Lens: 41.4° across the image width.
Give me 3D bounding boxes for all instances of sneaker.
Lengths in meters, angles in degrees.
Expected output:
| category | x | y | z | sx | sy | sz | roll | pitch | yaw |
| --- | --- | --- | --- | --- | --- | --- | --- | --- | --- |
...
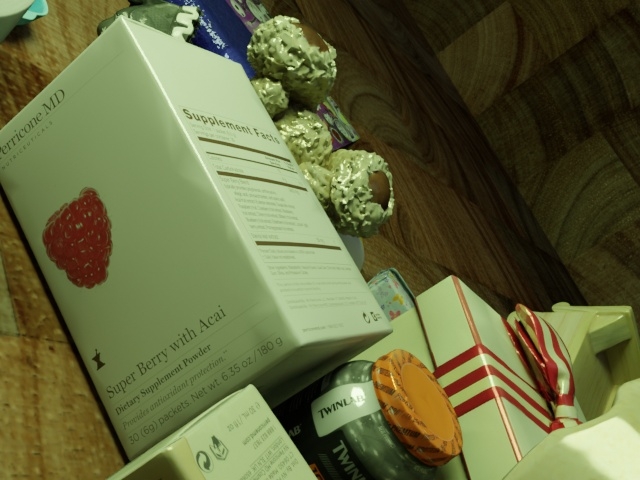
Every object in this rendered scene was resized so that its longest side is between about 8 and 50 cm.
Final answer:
| category | x | y | z | sx | sy | sz | roll | pitch | yaw |
| --- | --- | --- | --- | --- | --- | --- | --- | --- | --- |
| sneaker | -0.209 | -0.202 | 0.956 | 0.106 | 0.078 | 0.234 | 20 | 47 | -13 |

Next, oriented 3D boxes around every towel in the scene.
| category | x | y | z | sx | sy | sz | roll | pitch | yaw |
| --- | --- | --- | --- | --- | --- | --- | --- | --- | --- |
| towel | -0.127 | -0.249 | 1.215 | 0.308 | 0.076 | 0.227 | 53 | 14 | 0 |

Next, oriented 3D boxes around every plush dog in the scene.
| category | x | y | z | sx | sy | sz | roll | pitch | yaw |
| --- | --- | --- | --- | --- | --- | --- | --- | --- | --- |
| plush dog | -0.081 | -0.086 | 0.925 | 0.225 | 0.211 | 0.262 | -24 | 90 | -44 |

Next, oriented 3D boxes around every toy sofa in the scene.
| category | x | y | z | sx | sy | sz | roll | pitch | yaw |
| --- | --- | --- | --- | --- | --- | --- | --- | --- | --- |
| toy sofa | 0.304 | 0.243 | 1.129 | 0.362 | 0.177 | 0.150 | -47 | 122 | -45 |

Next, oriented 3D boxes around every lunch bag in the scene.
| category | x | y | z | sx | sy | sz | roll | pitch | yaw |
| --- | --- | --- | --- | --- | --- | --- | --- | --- | --- |
| lunch bag | 0.102 | 0.079 | 1.211 | 0.071 | 0.053 | 0.083 | 55 | 11 | 0 |

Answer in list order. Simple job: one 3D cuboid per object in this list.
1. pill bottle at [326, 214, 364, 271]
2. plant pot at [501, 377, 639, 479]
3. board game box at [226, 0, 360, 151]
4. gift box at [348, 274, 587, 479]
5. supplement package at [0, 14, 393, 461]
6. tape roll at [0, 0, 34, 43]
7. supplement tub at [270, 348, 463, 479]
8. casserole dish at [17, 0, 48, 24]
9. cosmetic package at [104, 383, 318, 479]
| category | x | y | z | sx | sy | sz | roll | pitch | yaw |
| --- | --- | --- | --- | --- | --- | --- | --- | --- | --- |
| pill bottle | 0.000 | 0.000 | 1.040 | 0.103 | 0.103 | 0.184 | 43 | 23 | -27 |
| plant pot | 0.230 | 0.241 | 0.414 | 0.334 | 0.333 | 0.305 | 29 | 10 | -48 |
| board game box | -0.072 | -0.288 | 1.423 | 0.346 | 0.056 | 0.208 | 54 | 25 | -2 |
| gift box | 0.146 | 0.211 | 0.806 | 0.276 | 0.258 | 0.255 | 35 | 28 | -39 |
| supplement package | -0.109 | -0.001 | 0.701 | 0.292 | 0.178 | 0.175 | 60 | 22 | 16 |
| tape roll | -0.340 | -0.245 | 0.680 | 0.219 | 0.072 | 0.219 | 32 | 38 | -29 |
| supplement tub | 0.008 | 0.171 | 0.665 | 0.117 | 0.190 | 0.117 | 44 | 23 | -24 |
| casserole dish | -0.344 | -0.284 | 0.838 | 0.188 | 0.037 | 0.114 | 59 | 21 | 14 |
| cosmetic package | -0.030 | 0.261 | 0.490 | 0.309 | 0.160 | 0.113 | 55 | 21 | 5 |
